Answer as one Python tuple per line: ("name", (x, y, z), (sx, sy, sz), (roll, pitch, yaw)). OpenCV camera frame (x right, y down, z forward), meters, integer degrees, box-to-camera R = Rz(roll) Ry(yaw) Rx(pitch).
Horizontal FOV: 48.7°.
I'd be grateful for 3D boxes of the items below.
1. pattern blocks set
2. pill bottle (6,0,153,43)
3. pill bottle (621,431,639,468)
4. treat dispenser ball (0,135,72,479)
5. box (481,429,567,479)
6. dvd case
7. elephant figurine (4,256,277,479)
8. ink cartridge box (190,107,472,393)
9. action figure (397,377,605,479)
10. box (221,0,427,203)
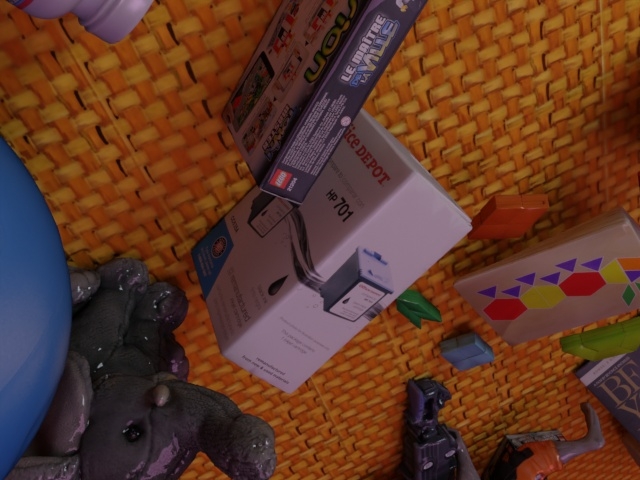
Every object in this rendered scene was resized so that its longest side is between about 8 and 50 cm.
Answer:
("pattern blocks set", (0.238, 0.039, 0.682), (0.325, 0.026, 0.285), (-17, 136, 22))
("pill bottle", (-0.167, -0.178, 0.382), (0.160, 0.087, 0.087), (28, 110, -37))
("pill bottle", (0.630, 0.236, 0.946), (0.392, 0.224, 0.224), (-35, 130, 5))
("treat dispenser ball", (-0.279, 0.037, 0.361), (0.288, 0.288, 0.288), (-12, 128, -15))
("box", (0.275, 0.324, 0.986), (0.094, 0.027, 0.137), (1, 124, -25))
("dvd case", (0.452, 0.194, 0.865), (0.164, 0.221, 0.018), (-44, 167, 12))
("elephant figurine", (-0.156, 0.131, 0.516), (0.169, 0.239, 0.186), (4, 123, -26))
("ink cartridge box", (0.000, 0.000, 0.553), (0.190, 0.139, 0.082), (-45, 127, 12))
("action figure", (0.197, 0.313, 0.843), (0.330, 0.178, 0.341), (-19, 126, -5))
("box", (0.007, -0.139, 0.470), (0.036, 0.114, 0.207), (18, 116, -33))
